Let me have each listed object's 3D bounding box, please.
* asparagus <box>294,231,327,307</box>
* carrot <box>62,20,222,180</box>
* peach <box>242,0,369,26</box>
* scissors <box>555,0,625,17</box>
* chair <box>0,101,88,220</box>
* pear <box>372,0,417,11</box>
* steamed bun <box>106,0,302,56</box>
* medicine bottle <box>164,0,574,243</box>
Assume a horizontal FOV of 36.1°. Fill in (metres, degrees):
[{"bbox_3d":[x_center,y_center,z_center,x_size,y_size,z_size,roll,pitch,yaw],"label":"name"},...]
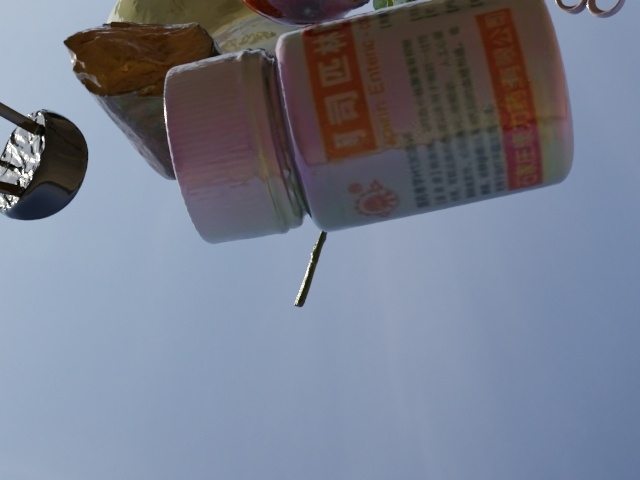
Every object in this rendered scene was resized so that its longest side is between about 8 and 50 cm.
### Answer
[{"bbox_3d":[0.000,0.000,1.622,0.022,0.232,0.023,17,178,29],"label":"asparagus"},{"bbox_3d":[-0.273,-0.270,1.791,0.242,0.340,0.241,-20,-140,17],"label":"carrot"},{"bbox_3d":[-0.023,-0.472,1.691,0.257,0.232,0.232,37,-129,25],"label":"peach"},{"bbox_3d":[0.451,-0.473,1.549,0.118,0.242,0.030,22,-172,40],"label":"scissors"},{"bbox_3d":[-0.301,-0.086,0.769,0.222,0.104,0.095,21,170,-34],"label":"chair"},{"bbox_3d":[0.208,-0.466,2.023,0.176,0.282,0.286,-1,-97,-6],"label":"pear"},{"bbox_3d":[-0.283,-0.488,2.275,0.456,0.290,0.371,-39,-117,5],"label":"steamed bun"},{"bbox_3d":[0.049,-0.127,1.026,0.388,0.219,0.219,-11,-137,7],"label":"medicine bottle"}]
